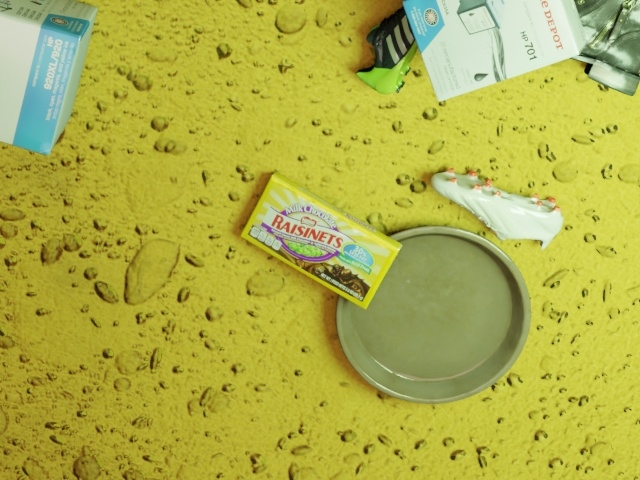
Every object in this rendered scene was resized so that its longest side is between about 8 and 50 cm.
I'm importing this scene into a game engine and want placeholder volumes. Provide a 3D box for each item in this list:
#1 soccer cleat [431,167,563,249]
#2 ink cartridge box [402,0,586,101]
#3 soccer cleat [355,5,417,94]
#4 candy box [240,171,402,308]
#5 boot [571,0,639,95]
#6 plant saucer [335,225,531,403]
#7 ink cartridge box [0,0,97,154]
[{"bbox_3d":[0.240,-0.041,2.086,0.196,0.068,0.076,17,114,-9],"label":"soccer cleat"},{"bbox_3d":[0.218,-0.273,1.894,0.190,0.082,0.140,-17,101,22],"label":"ink cartridge box"},{"bbox_3d":[0.105,-0.278,1.997,0.072,0.060,0.179,27,110,3],"label":"soccer cleat"},{"bbox_3d":[0.000,0.000,2.099,0.206,0.027,0.105,30,107,5],"label":"candy box"},{"bbox_3d":[0.363,-0.334,1.966,0.263,0.091,0.229,24,103,-10],"label":"boot"},{"bbox_3d":[0.160,0.103,2.157,0.277,0.041,0.278,0,112,1],"label":"plant saucer"},{"bbox_3d":[-0.429,-0.241,1.954,0.232,0.171,0.168,16,111,-6],"label":"ink cartridge box"}]
